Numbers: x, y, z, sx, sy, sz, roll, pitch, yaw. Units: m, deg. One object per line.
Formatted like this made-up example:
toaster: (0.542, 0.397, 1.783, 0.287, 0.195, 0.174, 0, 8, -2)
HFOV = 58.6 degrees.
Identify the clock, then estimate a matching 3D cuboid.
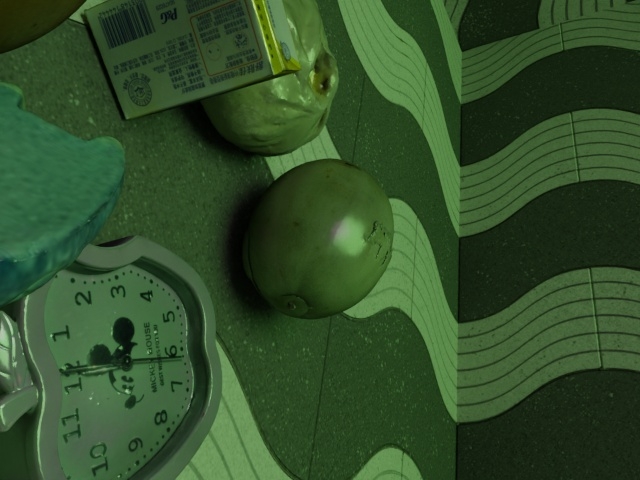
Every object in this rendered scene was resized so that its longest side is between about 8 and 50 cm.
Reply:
clock: (-0.264, 0.157, 0.695, 0.338, 0.102, 0.338, 26, 59, -56)

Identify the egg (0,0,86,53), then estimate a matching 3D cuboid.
egg: (-0.316, -0.295, 0.459, 0.283, 0.351, 0.282, 8, 81, -58)

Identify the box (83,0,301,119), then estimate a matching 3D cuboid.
box: (-0.180, -0.283, 0.809, 0.097, 0.265, 0.168, -47, 123, -60)

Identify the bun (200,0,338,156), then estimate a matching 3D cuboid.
bun: (-0.088, -0.333, 1.026, 0.365, 0.219, 0.365, -6, 90, -69)

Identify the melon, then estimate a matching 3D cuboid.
melon: (0.000, 0.000, 1.062, 0.268, 0.269, 0.330, 61, 41, -33)

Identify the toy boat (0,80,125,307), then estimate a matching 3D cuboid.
toy boat: (-0.332, -0.035, 0.560, 0.215, 0.123, 0.330, 29, 30, -16)
